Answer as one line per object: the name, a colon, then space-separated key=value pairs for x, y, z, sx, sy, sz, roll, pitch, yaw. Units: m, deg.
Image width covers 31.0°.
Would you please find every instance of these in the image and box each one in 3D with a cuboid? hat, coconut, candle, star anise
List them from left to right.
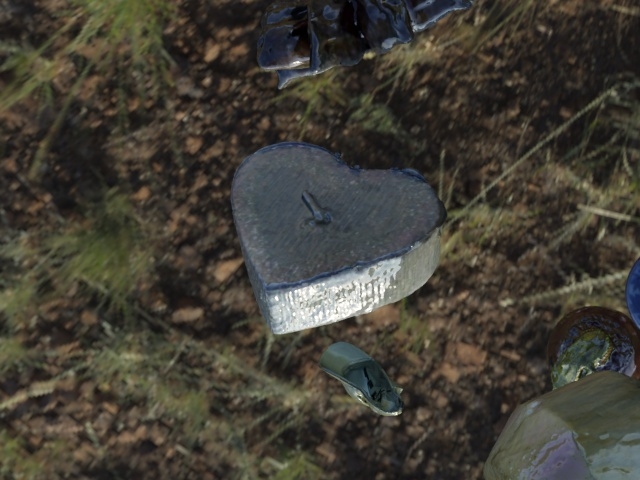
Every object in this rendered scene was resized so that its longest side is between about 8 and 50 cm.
candle: x=0.000 y=0.000 z=0.965 sx=0.192 sy=0.168 sz=0.068 roll=19 pitch=143 yaw=24
star anise: x=0.040 y=-0.245 z=1.240 sx=0.223 sy=0.236 sz=0.109 roll=-6 pitch=109 yaw=51
hat: x=0.069 y=0.259 z=2.084 sx=0.166 sy=0.122 sz=0.081 roll=28 pitch=123 yaw=-6
coconut: x=0.318 y=0.258 z=1.248 sx=0.259 sy=0.259 sz=0.259 roll=10 pitch=122 yaw=16

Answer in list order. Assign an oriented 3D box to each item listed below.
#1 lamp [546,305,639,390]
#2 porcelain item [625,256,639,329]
lamp: x=0.437 y=0.177 z=1.836 sx=0.156 sy=0.157 sz=0.135 roll=-11 pitch=153 yaw=16
porcelain item: x=0.501 y=0.068 z=1.585 sx=0.147 sy=0.114 sz=0.147 roll=5 pitch=99 yaw=32
